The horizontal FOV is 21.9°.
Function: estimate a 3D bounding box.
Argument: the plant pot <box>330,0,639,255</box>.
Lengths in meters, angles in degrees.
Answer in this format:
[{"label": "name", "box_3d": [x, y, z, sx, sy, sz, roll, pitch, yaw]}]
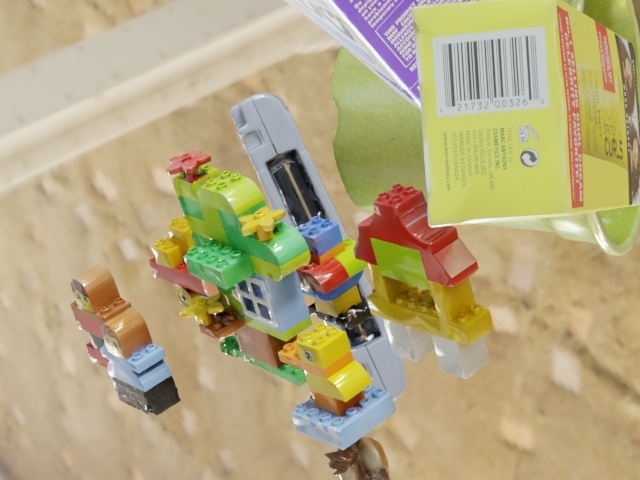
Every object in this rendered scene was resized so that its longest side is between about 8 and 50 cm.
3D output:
[{"label": "plant pot", "box_3d": [0.155, -0.119, 1.560, 0.253, 0.276, 0.276, -2, -64, 23]}]

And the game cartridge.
[{"label": "game cartridge", "box_3d": [0.000, 0.000, 1.522, 0.196, 0.060, 0.294, -137, -157, -84]}]

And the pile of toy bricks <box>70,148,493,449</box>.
[{"label": "pile of toy bricks", "box_3d": [-0.036, 0.009, 0.728, 0.212, 0.118, 0.105, 15, -51, 49]}]

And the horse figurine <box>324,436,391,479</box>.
[{"label": "horse figurine", "box_3d": [0.056, 0.297, 1.825, 0.174, 0.066, 0.263, -111, -175, -56]}]

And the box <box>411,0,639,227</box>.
[{"label": "box", "box_3d": [0.096, -0.052, 0.710, 0.058, 0.232, 0.087, -4, -90, 18]}]

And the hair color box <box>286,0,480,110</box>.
[{"label": "hair color box", "box_3d": [-0.029, -0.213, 0.849, 0.185, 0.110, 0.339, 42, 0, 32]}]
